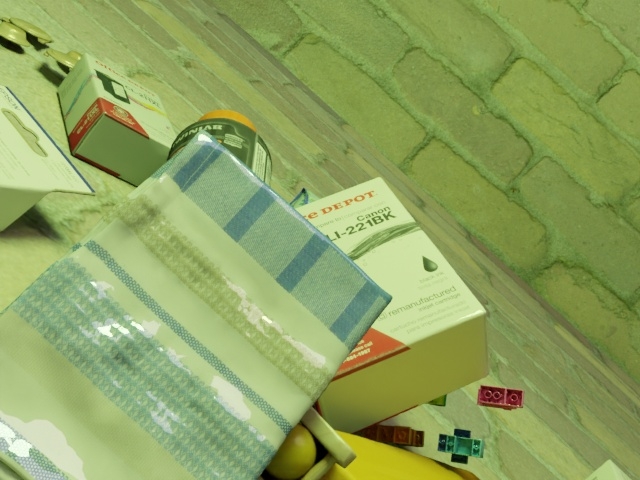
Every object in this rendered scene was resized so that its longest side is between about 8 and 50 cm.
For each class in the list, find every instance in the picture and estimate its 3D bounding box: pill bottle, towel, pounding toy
[{"bbox_3d":[-0.124,-0.058,0.898,0.130,0.130,0.246,34,31,-24],"label":"pill bottle"},{"bbox_3d":[-0.101,0.072,0.532,0.209,0.285,0.034,43,-26,-1],"label":"towel"},{"bbox_3d":[-0.064,0.082,0.627,0.269,0.155,0.154,44,-14,22],"label":"pounding toy"}]

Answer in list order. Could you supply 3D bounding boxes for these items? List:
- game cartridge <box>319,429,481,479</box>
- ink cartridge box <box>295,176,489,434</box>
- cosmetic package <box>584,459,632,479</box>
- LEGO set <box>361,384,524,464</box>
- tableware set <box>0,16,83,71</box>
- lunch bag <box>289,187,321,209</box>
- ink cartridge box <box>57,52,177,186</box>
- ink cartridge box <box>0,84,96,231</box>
[{"bbox_3d":[0.142,0.288,0.703,0.323,0.053,0.285,28,4,-41],"label":"game cartridge"},{"bbox_3d":[0.044,0.067,0.895,0.273,0.197,0.114,-121,-166,-48],"label":"ink cartridge box"},{"bbox_3d":[0.499,0.502,1.041,0.284,0.097,0.377,44,14,1],"label":"cosmetic package"},{"bbox_3d":[0.124,0.211,0.897,0.227,0.087,0.093,3,-16,22],"label":"LEGO set"},{"bbox_3d":[-0.394,-0.278,1.101,0.168,0.020,0.141,30,12,-6],"label":"tableware set"},{"bbox_3d":[0.000,0.000,1.188,0.129,0.096,0.151,38,7,-15],"label":"lunch bag"},{"bbox_3d":[-0.268,-0.158,1.014,0.127,0.072,0.175,27,22,-40],"label":"ink cartridge box"},{"bbox_3d":[-0.369,-0.090,0.618,0.176,0.069,0.371,47,19,19],"label":"ink cartridge box"}]
